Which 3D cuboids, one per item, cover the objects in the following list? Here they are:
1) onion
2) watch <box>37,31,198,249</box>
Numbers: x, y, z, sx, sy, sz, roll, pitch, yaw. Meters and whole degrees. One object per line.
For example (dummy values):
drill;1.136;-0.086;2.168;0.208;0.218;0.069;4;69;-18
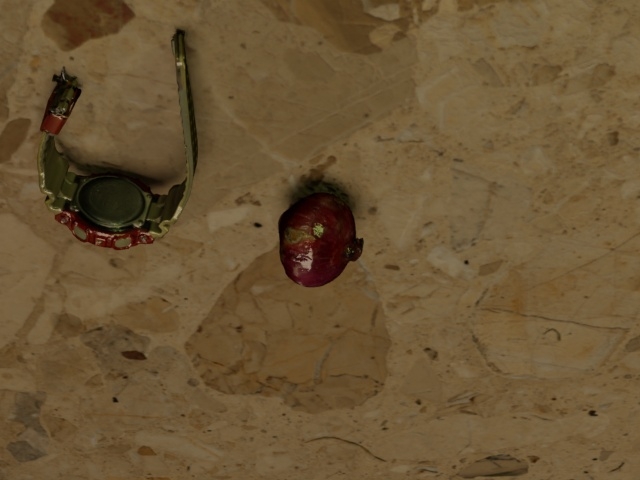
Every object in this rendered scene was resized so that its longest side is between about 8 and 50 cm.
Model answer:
onion;0.000;0.000;1.575;0.097;0.107;0.107;10;147;20
watch;-0.208;-0.105;1.488;0.165;0.102;0.268;7;136;3
